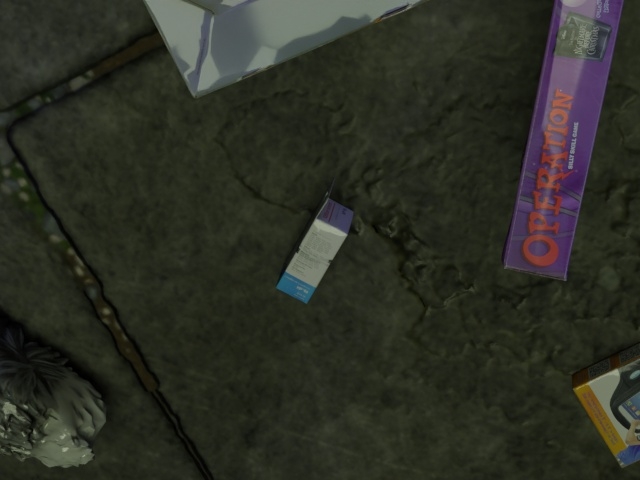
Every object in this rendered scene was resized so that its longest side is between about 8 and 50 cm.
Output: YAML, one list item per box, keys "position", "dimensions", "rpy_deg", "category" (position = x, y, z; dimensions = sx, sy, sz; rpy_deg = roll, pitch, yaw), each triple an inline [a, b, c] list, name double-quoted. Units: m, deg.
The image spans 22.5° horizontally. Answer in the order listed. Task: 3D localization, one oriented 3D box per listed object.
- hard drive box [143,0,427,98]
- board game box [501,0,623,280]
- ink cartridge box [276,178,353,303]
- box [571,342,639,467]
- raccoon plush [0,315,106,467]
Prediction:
- position: [-0.001, -0.195, 1.032]
  dimensions: [0.181, 0.232, 0.089]
  rpy_deg: [-21, 109, 16]
  category: "hard drive box"
- position: [0.174, -0.172, 1.034]
  dimensions: [0.056, 0.208, 0.347]
  rpy_deg: [10, 113, 3]
  category: "board game box"
- position: [0.000, 0.000, 1.213]
  dimensions: [0.028, 0.048, 0.083]
  rpy_deg: [28, 114, -5]
  category: "ink cartridge box"
- position: [0.272, 0.112, 1.239]
  dimensions: [0.136, 0.028, 0.081]
  rpy_deg: [-28, 106, 19]
  category: "box"
- position: [-0.434, 0.151, 1.259]
  dimensions: [0.446, 0.216, 0.299]
  rpy_deg: [35, 120, -8]
  category: "raccoon plush"
